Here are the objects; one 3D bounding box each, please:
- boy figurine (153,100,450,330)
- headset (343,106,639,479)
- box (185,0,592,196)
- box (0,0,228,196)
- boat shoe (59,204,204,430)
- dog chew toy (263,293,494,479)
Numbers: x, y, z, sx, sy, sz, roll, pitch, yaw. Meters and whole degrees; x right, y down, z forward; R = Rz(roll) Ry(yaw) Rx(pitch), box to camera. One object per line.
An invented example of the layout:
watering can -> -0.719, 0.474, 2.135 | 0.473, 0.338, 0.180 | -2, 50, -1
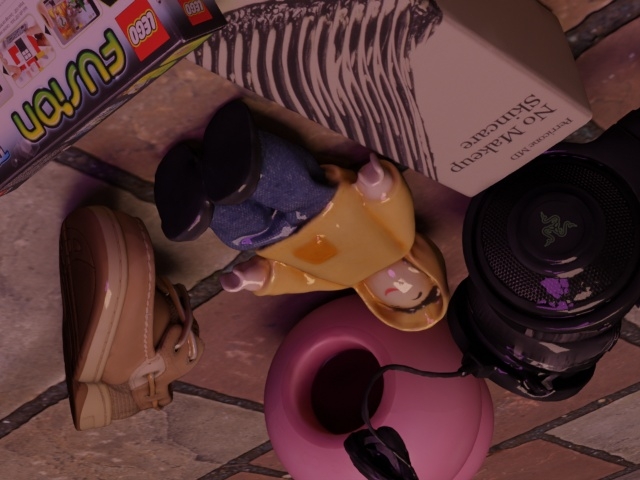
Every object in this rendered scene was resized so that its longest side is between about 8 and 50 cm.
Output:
boy figurine -> 0.000, 0.000, 0.757 | 0.177, 0.092, 0.285 | -33, 139, 25
headset -> 0.185, 0.053, 0.705 | 0.394, 0.185, 0.243 | -37, 156, -17
box -> 0.035, -0.127, 0.565 | 0.275, 0.094, 0.113 | 20, 137, -39
box -> -0.152, -0.107, 0.497 | 0.207, 0.114, 0.036 | -26, -172, 39
boat shoe -> -0.157, 0.067, 0.796 | 0.110, 0.121, 0.341 | -6, 158, -17
dog chew toy -> 0.083, 0.176, 0.968 | 0.207, 0.206, 0.332 | -23, 154, 17
